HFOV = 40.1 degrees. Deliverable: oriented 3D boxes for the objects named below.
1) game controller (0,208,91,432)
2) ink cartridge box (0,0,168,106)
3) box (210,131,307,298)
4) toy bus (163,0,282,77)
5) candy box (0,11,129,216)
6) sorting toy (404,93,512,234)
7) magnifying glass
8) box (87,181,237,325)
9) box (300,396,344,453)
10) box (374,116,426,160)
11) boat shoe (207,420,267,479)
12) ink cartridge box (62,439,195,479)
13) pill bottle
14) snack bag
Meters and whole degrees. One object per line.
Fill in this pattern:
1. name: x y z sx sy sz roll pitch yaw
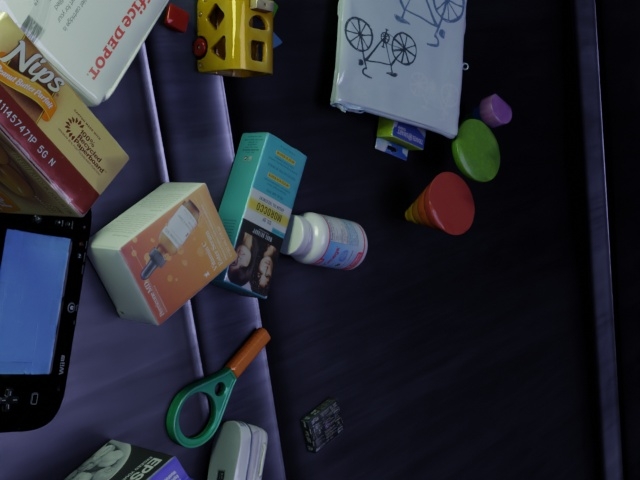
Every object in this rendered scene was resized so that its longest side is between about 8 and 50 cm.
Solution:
1. game controller: -0.369 0.077 1.086 0.166 0.067 0.319 12 85 -48
2. ink cartridge box: -0.342 -0.324 1.039 0.289 0.122 0.211 46 60 -40
3. box: -0.104 -0.039 1.377 0.100 0.060 0.244 28 73 -46
4. toy bus: -0.119 -0.338 1.301 0.191 0.104 0.202 -58 132 -28
5. candy box: -0.362 -0.117 0.888 0.183 0.316 0.087 55 53 -35
6. sorting toy: 0.263 -0.148 1.745 0.127 0.126 0.365 46 55 -22
7. magnifying glass: -0.154 0.225 1.371 0.231 0.026 0.092 -50 127 -34
8. box: -0.221 0.015 1.228 0.170 0.091 0.130 -44 124 -37
9. box: 0.004 0.329 1.561 0.083 0.018 0.067 -31 116 -42
10. box: 0.160 -0.250 1.669 0.109 0.042 0.178 14 82 -48
11. boat shoe: -0.132 0.413 1.360 0.084 0.095 0.258 23 78 -43
12. ink cartridge box: -0.275 0.343 1.107 0.206 0.208 0.045 -39 117 -40
13. pill bottle: 0.000 0.000 1.477 0.160 0.087 0.087 10 86 -48
14. snack bag: 0.152 -0.371 1.605 0.323 0.037 0.342 8 83 -39
